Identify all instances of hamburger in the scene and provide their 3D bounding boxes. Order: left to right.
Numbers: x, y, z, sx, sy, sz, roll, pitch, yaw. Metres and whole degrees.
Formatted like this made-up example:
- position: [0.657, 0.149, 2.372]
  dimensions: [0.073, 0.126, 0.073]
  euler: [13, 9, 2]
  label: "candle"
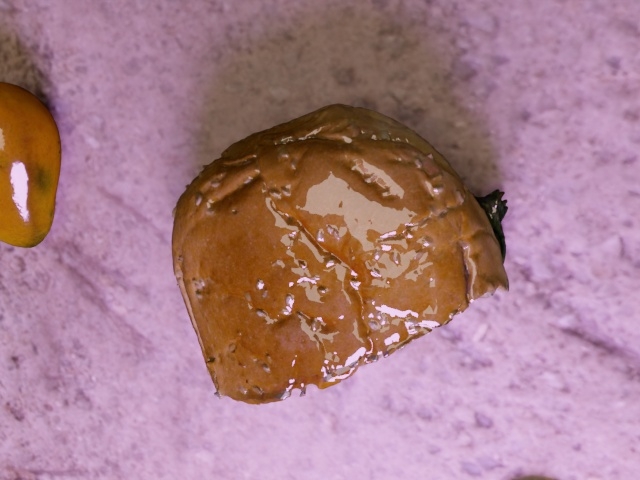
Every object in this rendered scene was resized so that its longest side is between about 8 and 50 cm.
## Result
- position: [0.000, 0.000, 0.561]
  dimensions: [0.309, 0.132, 0.211]
  euler: [-23, 94, 18]
  label: "hamburger"

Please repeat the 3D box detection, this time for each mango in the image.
- position: [-0.315, -0.075, 0.651]
  dimensions: [0.111, 0.089, 0.163]
  euler: [20, 111, 10]
  label: "mango"
